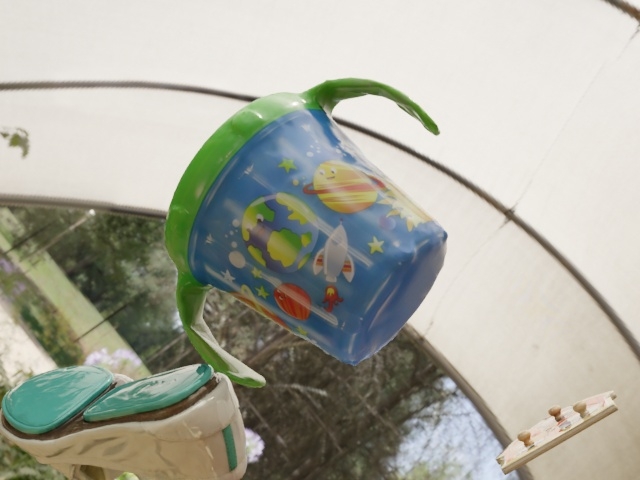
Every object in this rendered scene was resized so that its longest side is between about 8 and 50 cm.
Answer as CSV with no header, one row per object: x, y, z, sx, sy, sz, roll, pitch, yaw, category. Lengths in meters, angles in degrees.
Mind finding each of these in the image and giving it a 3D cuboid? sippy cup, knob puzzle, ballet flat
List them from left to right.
-0.226,0.214,0.795,0.400,0.139,0.139,-11,-63,43,ballet flat
0.000,0.000,0.758,0.224,0.240,0.305,36,-50,22,sippy cup
0.328,0.259,1.041,0.030,0.213,0.213,58,-16,12,knob puzzle
